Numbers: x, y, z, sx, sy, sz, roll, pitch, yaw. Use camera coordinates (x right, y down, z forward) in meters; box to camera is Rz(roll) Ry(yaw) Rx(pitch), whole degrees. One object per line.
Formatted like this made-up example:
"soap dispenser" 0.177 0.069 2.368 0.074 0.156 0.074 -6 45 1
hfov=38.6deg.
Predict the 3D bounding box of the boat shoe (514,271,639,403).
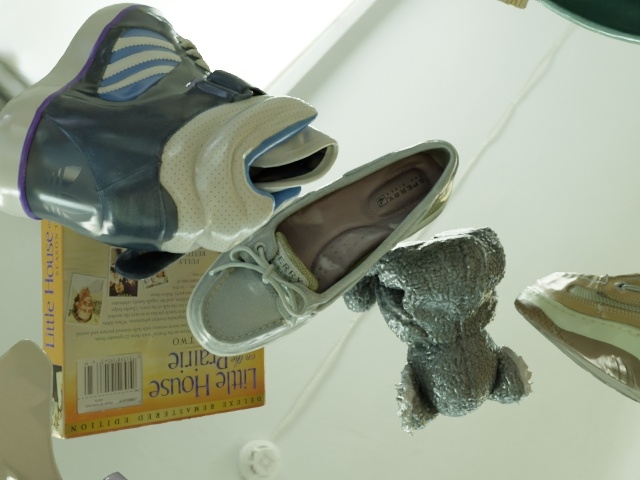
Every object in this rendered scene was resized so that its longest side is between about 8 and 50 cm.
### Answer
"boat shoe" 0.162 0.040 0.427 0.068 0.190 0.072 36 -91 -22

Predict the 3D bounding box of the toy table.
"toy table" -0.244 0.205 0.641 0.161 0.274 0.252 40 -138 4

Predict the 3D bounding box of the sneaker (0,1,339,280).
"sneaker" -0.097 -0.094 0.749 0.236 0.130 0.323 10 -149 5

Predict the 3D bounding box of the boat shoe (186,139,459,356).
"boat shoe" 0.003 0.001 0.927 0.320 0.103 0.118 -32 -98 -8

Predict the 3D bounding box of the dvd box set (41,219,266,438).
"dvd box set" -0.205 0.021 1.171 0.307 0.062 0.420 -2 -90 -42

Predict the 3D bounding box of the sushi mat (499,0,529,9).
"sushi mat" 0.255 -0.446 1.113 0.151 0.316 0.019 10 -147 -18

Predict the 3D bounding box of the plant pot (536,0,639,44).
"plant pot" 0.231 -0.281 0.506 0.196 0.293 0.293 -41 -79 -35

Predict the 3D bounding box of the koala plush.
"koala plush" 0.144 0.106 1.065 0.196 0.203 0.221 -11 -88 -14
